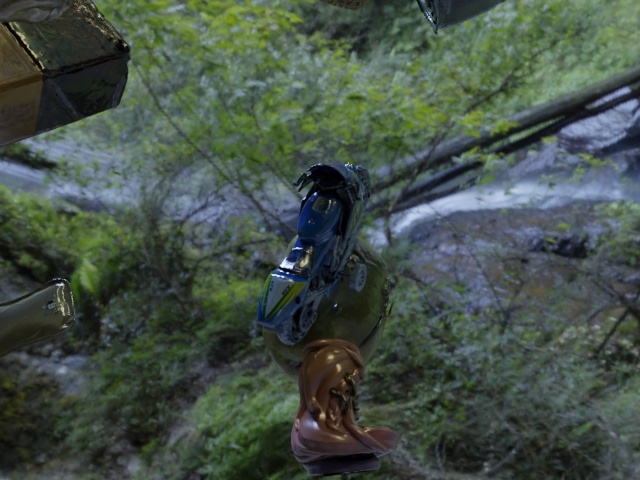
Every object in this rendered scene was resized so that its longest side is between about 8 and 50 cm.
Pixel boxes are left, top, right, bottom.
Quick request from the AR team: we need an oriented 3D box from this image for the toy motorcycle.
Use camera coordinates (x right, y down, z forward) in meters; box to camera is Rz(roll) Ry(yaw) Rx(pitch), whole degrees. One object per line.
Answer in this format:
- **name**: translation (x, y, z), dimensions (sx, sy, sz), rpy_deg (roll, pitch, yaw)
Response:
- **toy motorcycle**: translation (0.000, 0.000, 0.825), dimensions (0.254, 0.092, 0.135), rpy_deg (-65, -26, -24)

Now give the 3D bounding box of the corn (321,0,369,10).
- **corn**: translation (-0.059, -0.373, 0.897), dimensions (0.101, 0.311, 0.101), rpy_deg (-37, 45, 50)

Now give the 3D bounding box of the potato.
- **potato**: translation (0.010, 0.082, 0.960), dimensions (0.248, 0.169, 0.143), rpy_deg (-67, -17, -48)

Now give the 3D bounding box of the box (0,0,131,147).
- **box**: translation (-0.452, -0.212, 0.791), dimensions (0.415, 0.264, 0.115), rpy_deg (-30, -15, -38)

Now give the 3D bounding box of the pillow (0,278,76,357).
- **pillow**: translation (-0.566, 0.156, 1.353), dimensions (0.033, 0.218, 0.130), rpy_deg (74, 175, -57)

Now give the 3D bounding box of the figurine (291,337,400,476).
- **figurine**: translation (0.016, 0.187, 0.784), dimensions (0.126, 0.114, 0.157), rpy_deg (-14, 94, 40)

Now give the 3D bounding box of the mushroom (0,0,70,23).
- **mushroom**: translation (-0.247, -0.241, 0.569), dimensions (0.166, 0.166, 0.127), rpy_deg (-112, 0, -77)

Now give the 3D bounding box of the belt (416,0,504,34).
- **belt**: translation (0.136, -0.344, 0.794), dimensions (0.267, 0.116, 0.206), rpy_deg (-83, -31, -71)
